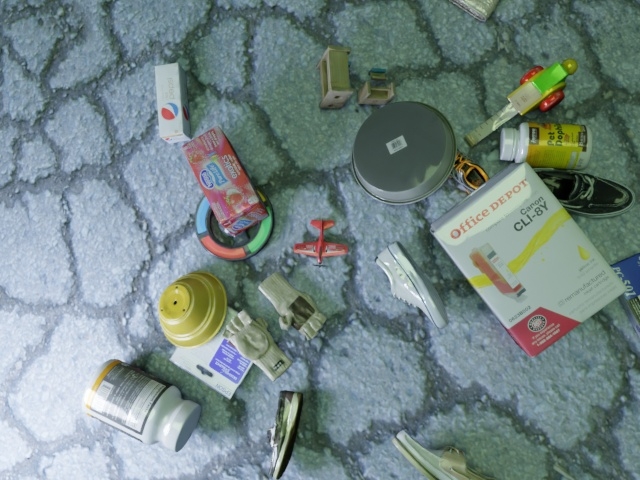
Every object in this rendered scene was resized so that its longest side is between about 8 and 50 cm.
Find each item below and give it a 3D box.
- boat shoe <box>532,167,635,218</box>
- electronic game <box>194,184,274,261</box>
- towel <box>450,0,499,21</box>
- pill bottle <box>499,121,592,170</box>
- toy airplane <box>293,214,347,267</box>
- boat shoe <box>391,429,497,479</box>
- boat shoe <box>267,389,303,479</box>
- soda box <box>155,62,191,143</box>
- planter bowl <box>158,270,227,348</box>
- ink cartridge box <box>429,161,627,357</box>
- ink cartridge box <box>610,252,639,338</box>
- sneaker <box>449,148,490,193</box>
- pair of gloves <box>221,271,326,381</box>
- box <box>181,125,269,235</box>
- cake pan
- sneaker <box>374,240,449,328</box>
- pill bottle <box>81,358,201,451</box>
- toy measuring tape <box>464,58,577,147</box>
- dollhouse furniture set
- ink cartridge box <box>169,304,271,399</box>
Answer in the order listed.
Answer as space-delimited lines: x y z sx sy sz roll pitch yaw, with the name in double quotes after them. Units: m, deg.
0.654 -0.130 1.531 0.300 0.102 0.108 14 84 10 "boat shoe"
-0.241 -0.056 1.671 0.229 0.048 0.230 -1 82 7 "electronic game"
0.404 -0.763 1.679 0.282 0.049 0.187 38 89 11 "towel"
0.578 -0.245 1.549 0.214 0.117 0.118 4 83 8 "pill bottle"
0.000 0.000 1.640 0.151 0.028 0.151 -1 82 6 "toy airplane"
0.318 0.561 1.486 0.302 0.113 0.103 38 87 0 "boat shoe"
-0.103 0.503 1.565 0.073 0.080 0.224 12 79 15 "boat shoe"
-0.426 -0.396 1.732 0.073 0.069 0.216 -7 82 7 "soda box"
-0.365 0.175 1.602 0.217 0.090 0.217 -8 68 21 "planter bowl"
0.489 0.040 1.458 0.279 0.160 0.385 -38 89 8 "ink cartridge box"
0.809 0.142 1.502 0.097 0.046 0.207 -24 80 3 "ink cartridge box"
0.374 -0.195 1.589 0.214 0.083 0.084 39 90 12 "sneaker"
-0.118 0.224 1.588 0.204 0.042 0.240 38 69 8 "pair of gloves"
-0.254 -0.158 1.608 0.122 0.128 0.257 -29 73 -1 "box"
0.213 -0.243 1.597 0.292 0.054 0.294 -5 77 21 "cake pan"
0.238 0.127 1.570 0.091 0.094 0.258 -38 74 20 "sneaker"
-0.468 0.437 1.578 0.278 0.162 0.162 22 86 9 "pill bottle"
0.538 -0.361 1.598 0.330 0.121 0.121 -39 78 24 "toy measuring tape"
0.094 -0.443 1.656 0.183 0.129 0.130 -1 81 -17 "dollhouse furniture set"
-0.271 0.288 1.629 0.206 0.045 0.208 31 85 11 "ink cartridge box"
